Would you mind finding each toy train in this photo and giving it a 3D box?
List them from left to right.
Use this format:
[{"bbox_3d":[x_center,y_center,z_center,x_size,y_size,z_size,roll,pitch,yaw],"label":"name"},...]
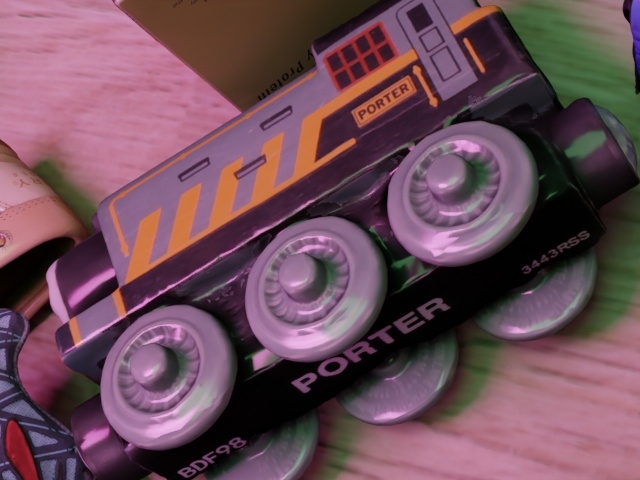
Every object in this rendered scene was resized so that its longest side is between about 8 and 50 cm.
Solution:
[{"bbox_3d":[0.000,0.000,0.794,0.334,0.142,0.190,-32,53,12],"label":"toy train"}]

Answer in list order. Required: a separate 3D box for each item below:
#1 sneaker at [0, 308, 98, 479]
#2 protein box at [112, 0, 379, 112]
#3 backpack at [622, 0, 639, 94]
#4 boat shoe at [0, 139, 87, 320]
[{"bbox_3d":[-0.155,0.153,0.810,0.104,0.125,0.261,-20,94,54],"label":"sneaker"},{"bbox_3d":[-0.027,-0.196,0.817,0.200,0.201,0.136,-41,64,6],"label":"protein box"},{"bbox_3d":[0.211,-0.124,0.746,0.101,0.120,0.098,18,81,26],"label":"backpack"},{"bbox_3d":[-0.280,0.090,0.879,0.110,0.121,0.341,40,90,27],"label":"boat shoe"}]
